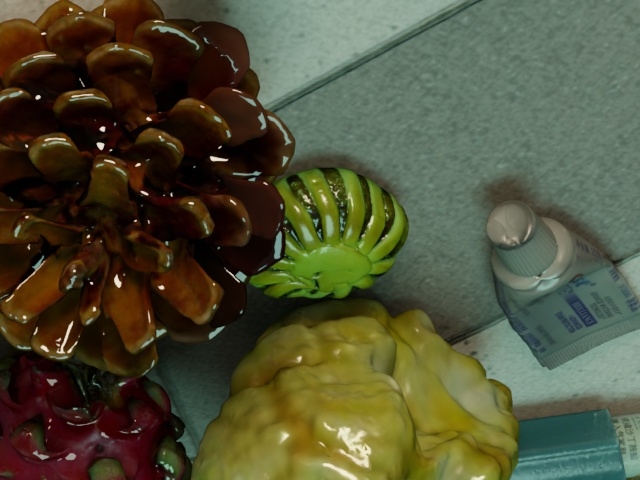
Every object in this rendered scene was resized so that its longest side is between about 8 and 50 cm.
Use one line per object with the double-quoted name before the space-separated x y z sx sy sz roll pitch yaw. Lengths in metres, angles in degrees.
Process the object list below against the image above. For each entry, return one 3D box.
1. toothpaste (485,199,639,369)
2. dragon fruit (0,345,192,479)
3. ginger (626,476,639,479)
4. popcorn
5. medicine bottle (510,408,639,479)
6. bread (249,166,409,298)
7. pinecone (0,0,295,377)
"toothpaste" 0.203 0.042 1.570 0.099 0.069 0.282 3 156 26
"dragon fruit" -0.214 0.166 1.510 0.218 0.273 0.198 9 95 -24
"ginger" 0.316 0.328 1.857 0.375 0.236 0.166 -11 -175 12
"popcorn" 0.015 0.219 1.537 0.292 0.294 0.334 -39 145 20
"medicine bottle" 0.205 0.222 1.776 0.258 0.079 0.124 -8 139 -7
"bread" 0.000 0.000 1.445 0.139 0.071 0.130 20 127 -36
"pinecone" -0.142 -0.025 1.218 0.264 0.264 0.264 -8 142 -6
